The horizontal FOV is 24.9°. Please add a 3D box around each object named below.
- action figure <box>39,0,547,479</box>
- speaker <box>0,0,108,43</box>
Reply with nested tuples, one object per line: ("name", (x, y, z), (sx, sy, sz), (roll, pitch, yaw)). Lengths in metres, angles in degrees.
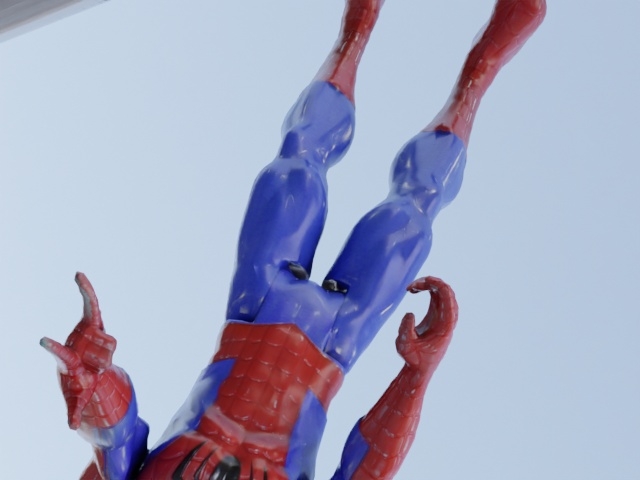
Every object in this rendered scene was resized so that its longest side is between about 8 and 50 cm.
("action figure", (0.000, 0.000, 0.427), (0.091, 0.280, 0.139), (21, -29, 3))
("speaker", (-0.166, -0.142, 0.800), (0.136, 0.055, 0.055), (-18, -97, 19))
